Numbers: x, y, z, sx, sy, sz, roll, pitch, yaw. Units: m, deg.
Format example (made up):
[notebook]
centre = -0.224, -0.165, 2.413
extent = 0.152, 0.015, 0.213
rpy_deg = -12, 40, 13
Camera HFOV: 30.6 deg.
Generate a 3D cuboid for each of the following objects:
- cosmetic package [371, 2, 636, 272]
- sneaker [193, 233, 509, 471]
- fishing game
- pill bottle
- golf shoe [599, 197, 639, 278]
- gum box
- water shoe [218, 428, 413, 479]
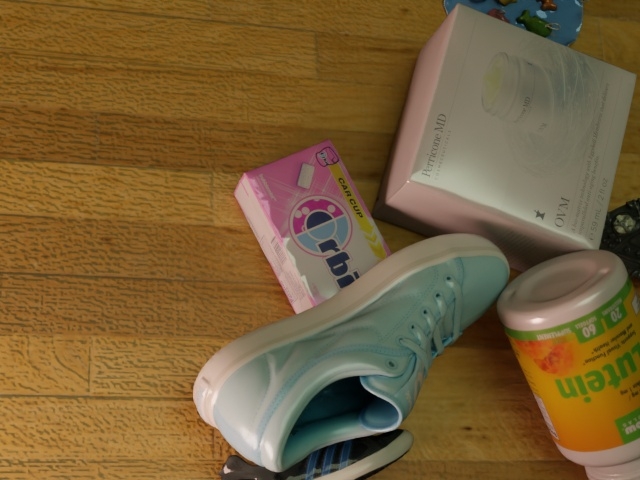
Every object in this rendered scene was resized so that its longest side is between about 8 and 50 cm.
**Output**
[cosmetic package]
centre = 0.204, -0.106, 1.302
extent = 0.224, 0.138, 0.224
rpy_deg = 19, 71, -7
[sneaker]
centre = 0.066, 0.123, 1.158
extent = 0.365, 0.135, 0.150
rpy_deg = -28, 47, -21
[fishing game]
centre = 0.245, -0.300, 1.444
extent = 0.189, 0.041, 0.264
rpy_deg = -15, 76, -18
[pill bottle]
centre = 0.289, 0.145, 1.210
extent = 0.136, 0.136, 0.246
rpy_deg = -33, 108, -24
[golf shoe]
centre = 0.454, 0.006, 1.367
extent = 0.272, 0.120, 0.105
rpy_deg = -2, 79, 7
[gum box]
centre = 0.000, 0.000, 1.251
extent = 0.107, 0.062, 0.188
rpy_deg = -23, 79, -22
[water shoe]
centre = -0.002, 0.214, 1.168
extent = 0.203, 0.073, 0.080
rpy_deg = -20, 75, -22
